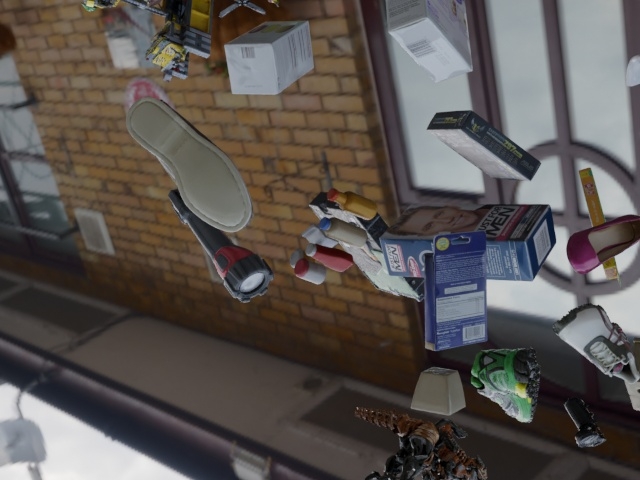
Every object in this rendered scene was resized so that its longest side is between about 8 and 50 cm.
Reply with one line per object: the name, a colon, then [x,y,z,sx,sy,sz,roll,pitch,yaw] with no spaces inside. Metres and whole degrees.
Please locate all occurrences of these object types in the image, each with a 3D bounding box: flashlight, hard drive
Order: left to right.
flashlight: [-0.217,-0.003,1.965,0.103,0.103,0.304,-27,-126,-16]
hard drive: [0.137,0.014,2.403,0.064,0.339,0.237,-46,-156,-16]

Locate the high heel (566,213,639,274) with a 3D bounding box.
high heel: [0.568,0.002,1.756,0.117,0.082,0.244,-24,174,39]

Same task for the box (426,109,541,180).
box: [0.393,-0.229,2.184,0.059,0.233,0.183,-59,-161,-4]

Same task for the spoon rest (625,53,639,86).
spoon rest: [0.611,-0.269,1.558,0.137,0.084,0.276,-23,-151,0]

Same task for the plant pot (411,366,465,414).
plant pot: [0.304,0.382,2.314,0.109,0.096,0.109,4,-175,32]

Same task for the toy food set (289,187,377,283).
toy food set: [0.000,0.000,1.740,0.232,0.105,0.111,-36,-135,38]

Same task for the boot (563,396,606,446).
boot: [0.525,0.364,1.818,0.045,0.099,0.121,-39,149,21]

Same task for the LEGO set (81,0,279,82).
LEGO set: [-0.252,-0.403,1.485,0.255,0.192,0.331,20,151,-39]

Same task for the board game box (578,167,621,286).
board game box: [0.634,-0.026,2.039,0.039,0.259,0.124,-17,160,17]

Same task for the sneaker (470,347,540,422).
sneaker: [0.437,0.327,2.118,0.146,0.343,0.134,7,-116,21]

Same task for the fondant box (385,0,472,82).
fondant box: [0.232,-0.548,1.978,0.096,0.238,0.330,-14,-116,28]

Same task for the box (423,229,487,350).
box: [0.265,0.094,1.761,0.137,0.225,0.036,-6,-171,-31]

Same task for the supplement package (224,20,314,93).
supplement package: [-0.130,-0.485,2.371,0.139,0.133,0.244,4,-152,22]

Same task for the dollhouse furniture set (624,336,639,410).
dollhouse furniture set: [0.837,0.326,2.135,0.184,0.129,0.129,1,-132,33]

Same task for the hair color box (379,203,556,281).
hair color box: [0.327,0.000,2.009,0.347,0.105,0.174,1,-151,33]

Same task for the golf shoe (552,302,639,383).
golf shoe: [0.598,0.218,1.914,0.105,0.273,0.120,-45,-136,21]

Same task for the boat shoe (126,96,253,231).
boat shoe: [-0.230,-0.138,1.674,0.116,0.324,0.097,-47,163,6]

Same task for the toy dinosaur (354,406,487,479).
toy dinosaur: [0.213,0.477,2.004,0.322,0.164,0.218,28,-112,12]
